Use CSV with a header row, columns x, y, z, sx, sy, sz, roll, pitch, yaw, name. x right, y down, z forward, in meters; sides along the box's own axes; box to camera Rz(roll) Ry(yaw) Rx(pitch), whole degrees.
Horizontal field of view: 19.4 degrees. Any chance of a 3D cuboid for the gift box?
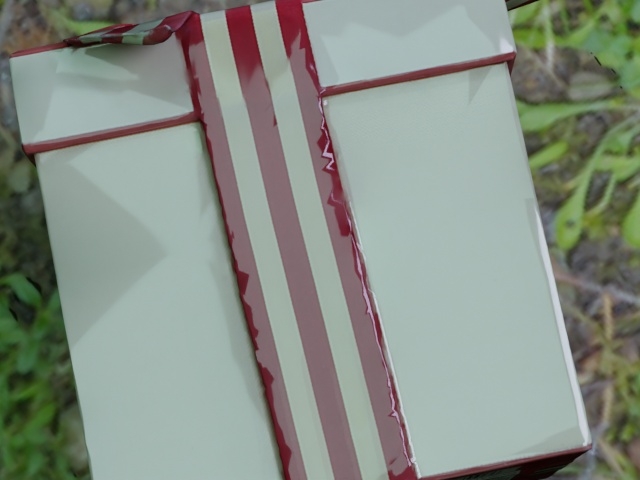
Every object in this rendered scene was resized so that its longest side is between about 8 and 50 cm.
x,y,z,sx,sy,sz,roll,pitch,yaw,name
0.000,0.000,0.896,0.255,0.276,0.258,-11,78,-5,gift box
